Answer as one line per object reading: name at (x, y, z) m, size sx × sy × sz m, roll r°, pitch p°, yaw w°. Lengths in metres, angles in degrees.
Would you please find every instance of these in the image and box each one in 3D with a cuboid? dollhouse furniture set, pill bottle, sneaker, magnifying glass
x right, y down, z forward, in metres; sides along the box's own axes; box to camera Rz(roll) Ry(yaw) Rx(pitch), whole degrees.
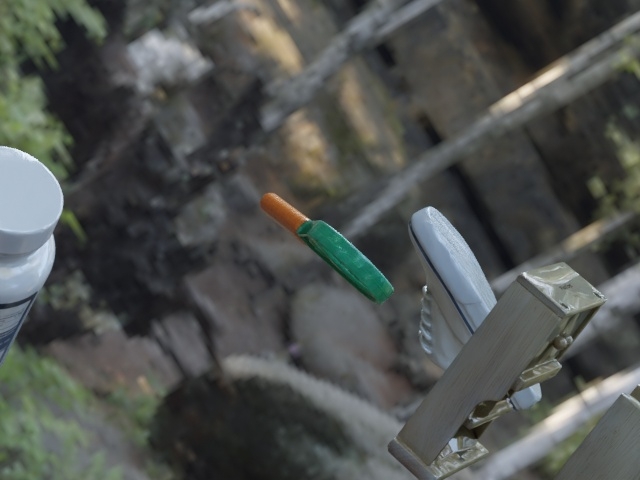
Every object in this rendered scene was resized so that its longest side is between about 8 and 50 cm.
dollhouse furniture set at (0.198, 0.156, 1.273) m, size 0.242 × 0.161 × 0.212 m, roll 41°, pitch 20°, yaw 17°
pill bottle at (-0.253, 0.018, 1.330) m, size 0.108 × 0.180 × 0.108 m, roll 18°, pitch 44°, yaw -18°
sneaker at (0.143, 0.087, 1.940) m, size 0.258 × 0.091 × 0.094 m, roll 61°, pitch 15°, yaw -20°
magnifying glass at (0.000, 0.000, 1.711) m, size 0.092 × 0.026 × 0.231 m, roll 47°, pitch -7°, yaw -31°
